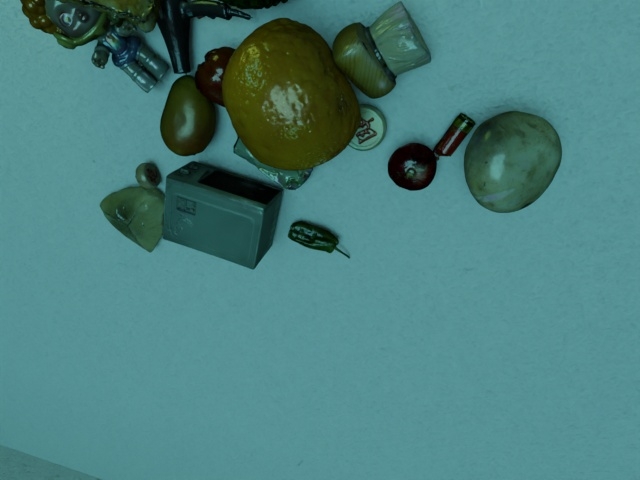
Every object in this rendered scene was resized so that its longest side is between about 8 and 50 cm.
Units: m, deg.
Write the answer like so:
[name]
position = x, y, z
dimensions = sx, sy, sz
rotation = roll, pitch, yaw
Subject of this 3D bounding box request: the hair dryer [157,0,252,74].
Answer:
[hair dryer]
position = -0.298, -0.544, 1.139
dimensions = 0.272, 0.091, 0.235
rotation = 8, 118, 22

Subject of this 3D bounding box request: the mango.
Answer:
[mango]
position = -0.368, -0.343, 1.259
dimensions = 0.152, 0.120, 0.221
rotation = 25, 113, 2

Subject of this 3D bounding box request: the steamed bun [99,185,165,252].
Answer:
[steamed bun]
position = -0.606, -0.088, 1.459
dimensions = 0.231, 0.110, 0.212
rotation = 40, 118, -9

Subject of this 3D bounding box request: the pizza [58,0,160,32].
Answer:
[pizza]
position = -0.521, -0.655, 1.032
dimensions = 0.392, 0.434, 0.080
rotation = 39, 160, -12

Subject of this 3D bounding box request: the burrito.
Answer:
[burrito]
position = -0.128, -0.241, 1.263
dimensions = 0.229, 0.089, 0.144
rotation = 37, 133, -3

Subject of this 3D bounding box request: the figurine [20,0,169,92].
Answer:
[figurine]
position = -0.596, -0.555, 1.188
dimensions = 0.225, 0.205, 0.381
rotation = -31, 120, 2

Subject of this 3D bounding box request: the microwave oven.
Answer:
[microwave oven]
position = -0.286, -0.083, 1.329
dimensions = 0.295, 0.181, 0.237
rotation = 18, 121, 7

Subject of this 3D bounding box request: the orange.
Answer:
[orange]
position = -0.076, -0.325, 1.053
dimensions = 0.294, 0.340, 0.340
rotation = -29, 106, 12

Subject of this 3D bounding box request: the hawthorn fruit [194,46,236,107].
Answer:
[hawthorn fruit]
position = -0.241, -0.417, 1.178
dimensions = 0.148, 0.148, 0.172
rotation = -34, 118, 27

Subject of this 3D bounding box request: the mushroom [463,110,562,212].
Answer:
[mushroom]
position = 0.453, -0.182, 1.074
dimensions = 0.184, 0.255, 0.254
rotation = 29, 132, 52

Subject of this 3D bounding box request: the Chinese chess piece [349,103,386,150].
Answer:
[Chinese chess piece]
position = 0.114, -0.298, 1.186
dimensions = 0.122, 0.051, 0.122
rotation = 7, 117, 13

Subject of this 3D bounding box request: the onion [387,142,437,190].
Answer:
[onion]
position = 0.238, -0.192, 1.168
dimensions = 0.131, 0.131, 0.131
rotation = 6, 117, 13

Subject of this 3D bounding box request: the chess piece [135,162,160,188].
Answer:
[chess piece]
position = -0.536, -0.201, 1.395
dimensions = 0.038, 0.083, 0.083
rotation = -11, 112, 20

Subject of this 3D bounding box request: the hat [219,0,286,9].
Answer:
[hat]
position = -0.172, -0.621, 0.946
dimensions = 0.275, 0.332, 0.242
rotation = -5, 116, 15

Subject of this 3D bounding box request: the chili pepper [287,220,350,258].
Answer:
[chili pepper]
position = 0.001, -0.002, 1.357
dimensions = 0.204, 0.073, 0.072
rotation = 20, 105, 4

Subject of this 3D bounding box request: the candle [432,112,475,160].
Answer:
[candle]
position = 0.335, -0.258, 1.145
dimensions = 0.052, 0.052, 0.130
rotation = 33, 121, -2

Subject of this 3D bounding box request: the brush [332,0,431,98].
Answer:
[brush]
position = 0.135, -0.426, 0.997
dimensions = 0.166, 0.267, 0.174
rotation = -26, 96, 27
